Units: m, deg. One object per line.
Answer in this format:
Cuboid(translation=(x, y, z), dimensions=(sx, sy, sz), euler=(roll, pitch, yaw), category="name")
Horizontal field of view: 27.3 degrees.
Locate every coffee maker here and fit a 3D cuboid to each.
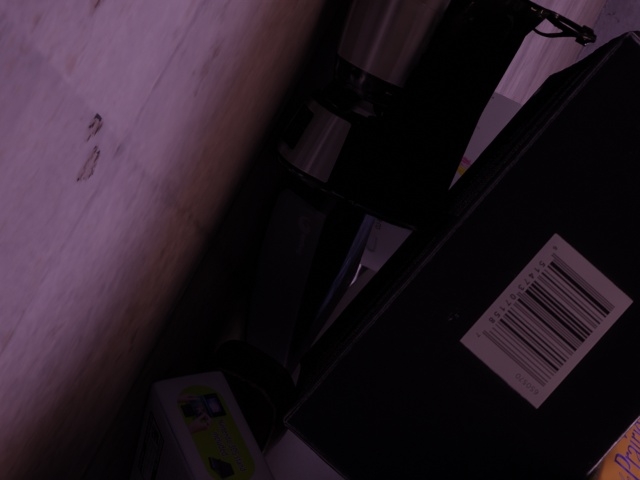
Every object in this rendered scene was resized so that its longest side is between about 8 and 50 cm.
Cuboid(translation=(0.076, -0.099, 0.917), dimensions=(0.178, 0.171, 0.120), euler=(-65, 175, 15), category="coffee maker")

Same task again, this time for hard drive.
Cuboid(translation=(0.000, 0.000, 1.117), dimensions=(0.172, 0.054, 0.254), euler=(-56, 168, -36), category="hard drive")

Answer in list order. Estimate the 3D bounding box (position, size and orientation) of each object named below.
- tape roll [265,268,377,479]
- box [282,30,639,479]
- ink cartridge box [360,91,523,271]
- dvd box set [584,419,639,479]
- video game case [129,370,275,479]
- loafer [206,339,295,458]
Cuboid(translation=(0.100, 0.154, 1.315), dimensions=(0.392, 0.072, 0.392), euler=(-34, -147, 26), category="tape roll")
Cuboid(translation=(0.153, 0.042, 0.991), dimensions=(0.343, 0.179, 0.312), euler=(-49, -179, 3), category="box")
Cuboid(translation=(0.104, -0.058, 1.282), dimensions=(0.176, 0.127, 0.128), euler=(-58, 169, -22), category="ink cartridge box")
Cuboid(translation=(0.101, 0.285, 0.875), dimensions=(0.307, 0.062, 0.420), euler=(-52, 175, 26), category="dvd box set")
Cuboid(translation=(-0.076, 0.274, 0.957), dimensions=(0.061, 0.244, 0.269), euler=(-8, 137, -26), category="video game case")
Cuboid(translation=(-0.080, 0.172, 1.082), dimensions=(0.078, 0.080, 0.220), euler=(-53, 166, -47), category="loafer")
